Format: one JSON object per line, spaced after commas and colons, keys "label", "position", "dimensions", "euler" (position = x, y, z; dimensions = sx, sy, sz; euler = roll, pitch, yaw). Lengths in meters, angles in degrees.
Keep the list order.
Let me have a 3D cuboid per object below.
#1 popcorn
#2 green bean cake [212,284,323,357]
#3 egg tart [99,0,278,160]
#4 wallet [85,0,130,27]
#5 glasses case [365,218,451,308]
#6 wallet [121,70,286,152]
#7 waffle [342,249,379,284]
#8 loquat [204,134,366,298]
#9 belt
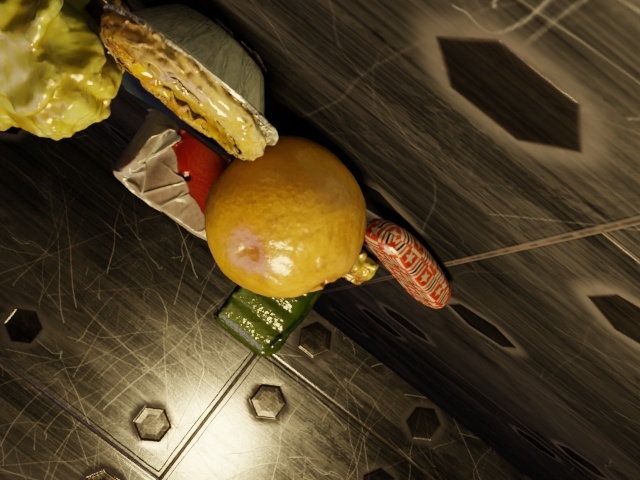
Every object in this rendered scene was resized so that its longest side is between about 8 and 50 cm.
{"label": "popcorn", "position": [-0.346, -0.230, 1.023], "dimensions": [0.256, 0.195, 0.255], "euler": [46, 161, 13]}
{"label": "green bean cake", "position": [-0.095, 0.108, 1.807], "dimensions": [0.156, 0.250, 0.247], "euler": [39, 171, -3]}
{"label": "egg tart", "position": [-0.135, -0.185, 0.945], "dimensions": [0.234, 0.094, 0.234], "euler": [36, 174, 4]}
{"label": "wallet", "position": [-0.293, -0.299, 1.097], "dimensions": [0.118, 0.039, 0.152], "euler": [20, 152, 33]}
{"label": "glasses case", "position": [0.125, 0.031, 1.171], "dimensions": [0.073, 0.049, 0.194], "euler": [29, 168, 40]}
{"label": "wallet", "position": [-0.180, -0.191, 1.254], "dimensions": [0.379, 0.046, 0.190], "euler": [33, 170, 25]}
{"label": "waffle", "position": [-0.001, 0.001, 1.514], "dimensions": [0.253, 0.056, 0.249], "euler": [32, 170, 27]}
{"label": "loquat", "position": [-0.045, -0.030, 1.071], "dimensions": [0.208, 0.208, 0.208], "euler": [37, 171, 6]}
{"label": "belt", "position": [-0.163, -0.070, 1.252], "dimensions": [0.227, 0.115, 0.324], "euler": [34, 179, 41]}
